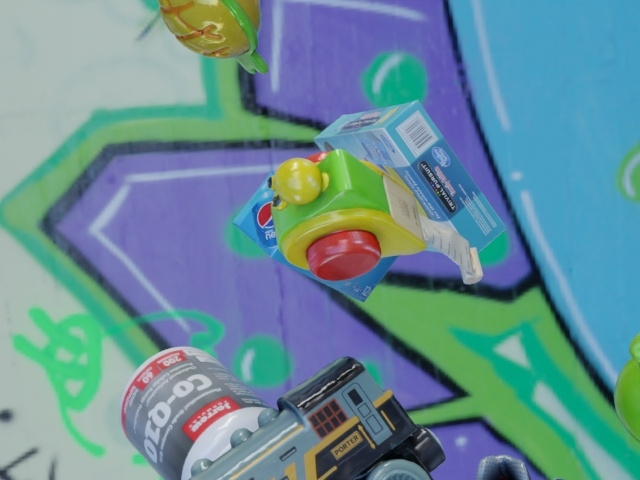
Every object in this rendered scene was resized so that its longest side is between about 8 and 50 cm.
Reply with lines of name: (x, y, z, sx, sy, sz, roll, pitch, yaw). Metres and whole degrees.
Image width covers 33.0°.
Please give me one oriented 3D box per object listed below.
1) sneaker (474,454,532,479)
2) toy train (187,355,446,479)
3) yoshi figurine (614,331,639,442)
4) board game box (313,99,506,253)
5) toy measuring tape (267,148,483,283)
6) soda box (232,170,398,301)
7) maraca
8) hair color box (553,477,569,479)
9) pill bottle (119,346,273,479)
sneaker: (0.145, 0.295, 0.948, 0.262, 0.104, 0.125, -70, -27, -55)
toy train: (-0.030, 0.273, 1.139, 0.190, 0.334, 0.142, 55, 165, 2)
yoshi figurine: (0.383, 0.155, 0.991, 0.362, 0.203, 0.203, -138, 57, -88)
board game box: (0.140, -0.100, 1.821, 0.253, 0.079, 0.336, 53, 166, -13)
toy measuring tape: (0.044, -0.004, 1.051, 0.330, 0.121, 0.121, 29, -136, -53)
soda box: (0.000, 0.000, 1.168, 0.067, 0.071, 0.210, 40, -174, 32)
maraca: (-0.113, -0.242, 1.165, 0.127, 0.099, 0.185, 39, 170, 25)
hair color box: (0.427, 0.408, 1.287, 0.347, 0.105, 0.173, 2, 115, 42)
pill bottle: (-0.128, 0.259, 1.361, 0.283, 0.161, 0.161, 29, 128, 51)
